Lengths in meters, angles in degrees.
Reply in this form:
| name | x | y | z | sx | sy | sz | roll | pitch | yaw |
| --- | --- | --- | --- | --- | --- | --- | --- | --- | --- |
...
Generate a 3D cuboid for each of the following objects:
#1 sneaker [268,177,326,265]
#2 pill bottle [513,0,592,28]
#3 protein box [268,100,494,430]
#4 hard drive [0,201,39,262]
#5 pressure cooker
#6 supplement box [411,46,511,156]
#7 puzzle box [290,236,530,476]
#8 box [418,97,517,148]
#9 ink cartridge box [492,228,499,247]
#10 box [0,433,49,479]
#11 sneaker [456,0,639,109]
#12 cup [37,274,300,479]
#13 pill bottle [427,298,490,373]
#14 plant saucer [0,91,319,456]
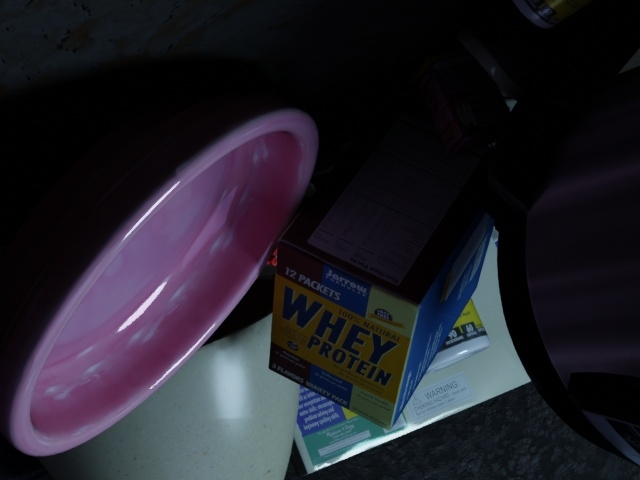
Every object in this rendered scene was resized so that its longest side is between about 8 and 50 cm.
| name | x | y | z | sx | sy | sz | roll | pitch | yaw |
| --- | --- | --- | --- | --- | --- | --- | --- | --- | --- |
| sneaker | 0.000 | 0.000 | 1.310 | 0.279 | 0.118 | 0.107 | -20 | 167 | -17 |
| pill bottle | 0.193 | -0.209 | 0.884 | 0.116 | 0.065 | 0.065 | -32 | 166 | 34 |
| protein box | 0.063 | 0.024 | 1.142 | 0.201 | 0.136 | 0.200 | -53 | 161 | -36 |
| hard drive | -0.336 | 0.069 | 1.095 | 0.237 | 0.064 | 0.339 | -18 | 166 | -27 |
| pressure cooker | 0.357 | 0.015 | 0.998 | 0.375 | 0.370 | 0.420 | -19 | -179 | -27 |
| supplement box | 0.126 | -0.124 | 1.085 | 0.055 | 0.083 | 0.043 | -18 | 167 | -22 |
| puzzle box | 0.101 | 0.135 | 1.751 | 0.409 | 0.272 | 0.052 | -18 | 172 | -22 |
| box | 0.197 | -0.088 | 1.331 | 0.275 | 0.113 | 0.094 | -14 | 164 | -46 |
| ink cartridge box | 0.295 | -0.021 | 1.934 | 0.175 | 0.069 | 0.371 | -15 | 169 | -33 |
| box | -0.389 | 0.210 | 1.393 | 0.093 | 0.156 | 0.158 | -31 | 167 | 35 |
| sneaker | 0.206 | -0.181 | 1.053 | 0.118 | 0.083 | 0.222 | -46 | 156 | 24 |
| cup | -0.158 | 0.201 | 1.337 | 0.331 | 0.237 | 0.331 | -15 | -169 | 3 |
| pill bottle | 0.138 | 0.071 | 1.682 | 0.119 | 0.208 | 0.119 | -23 | 169 | -5 |
| plant saucer | -0.137 | 0.014 | 0.943 | 0.332 | 0.084 | 0.332 | -46 | 165 | -16 |
